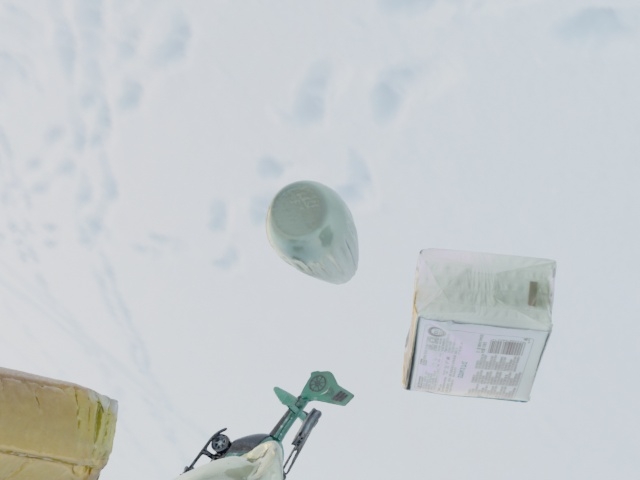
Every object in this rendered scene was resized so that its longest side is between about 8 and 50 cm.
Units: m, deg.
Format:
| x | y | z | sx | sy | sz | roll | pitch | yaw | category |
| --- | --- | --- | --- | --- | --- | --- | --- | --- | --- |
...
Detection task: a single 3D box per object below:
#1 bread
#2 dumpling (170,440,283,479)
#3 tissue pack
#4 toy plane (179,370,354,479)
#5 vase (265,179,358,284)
| x | y | z | sx | sy | sz | roll | pitch | yaw | category |
| --- | --- | --- | --- | --- | --- | --- | --- | --- | --- |
| -0.372 | 0.220 | 1.352 | 0.288 | 0.152 | 0.119 | 16 | -147 | -31 | bread |
| -0.166 | 0.423 | 1.743 | 0.187 | 0.318 | 0.243 | 51 | 167 | -4 | dumpling |
| 0.212 | 0.118 | 1.657 | 0.185 | 0.124 | 0.225 | 7 | 149 | 4 | tissue pack |
| -0.102 | 0.370 | 2.045 | 0.155 | 0.381 | 0.106 | 28 | 164 | 36 | toy plane |
| 0.000 | 0.000 | 1.859 | 0.128 | 0.128 | 0.248 | 31 | 171 | 24 | vase |
